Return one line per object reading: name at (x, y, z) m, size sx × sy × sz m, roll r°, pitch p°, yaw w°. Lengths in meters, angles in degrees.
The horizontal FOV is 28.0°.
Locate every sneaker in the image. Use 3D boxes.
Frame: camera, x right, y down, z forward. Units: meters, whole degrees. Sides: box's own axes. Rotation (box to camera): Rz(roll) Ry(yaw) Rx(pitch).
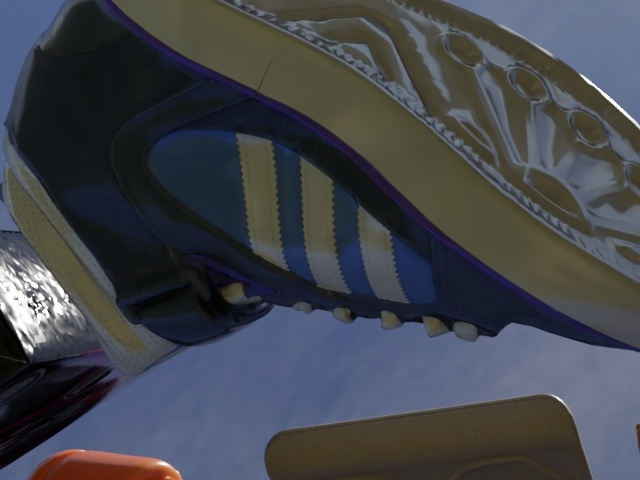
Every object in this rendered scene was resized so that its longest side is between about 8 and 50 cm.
sneaker at (0.000, 0.000, 0.619) m, size 0.236 × 0.323 × 0.130 m, roll -55°, pitch -173°, yaw 41°

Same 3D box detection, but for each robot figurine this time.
robot figurine at (-0.229, 0.287, 1.354) m, size 0.219 × 0.128 × 0.158 m, roll 0°, pitch -123°, yaw 34°

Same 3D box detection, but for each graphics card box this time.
graphics card box at (-0.226, 0.090, 0.839) m, size 0.233 × 0.371 × 0.094 m, roll -33°, pitch -98°, yaw 8°

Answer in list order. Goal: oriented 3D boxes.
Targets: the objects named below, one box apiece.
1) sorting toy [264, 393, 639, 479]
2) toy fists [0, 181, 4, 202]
sorting toy at (0.138, 0.184, 0.908) m, size 0.307 × 0.229 × 0.041 m, roll -10°, pitch -136°, yaw 15°
toy fists at (-0.198, -0.025, 1.087) m, size 0.096 × 0.279 × 0.142 m, roll -37°, pitch -91°, yaw -28°
